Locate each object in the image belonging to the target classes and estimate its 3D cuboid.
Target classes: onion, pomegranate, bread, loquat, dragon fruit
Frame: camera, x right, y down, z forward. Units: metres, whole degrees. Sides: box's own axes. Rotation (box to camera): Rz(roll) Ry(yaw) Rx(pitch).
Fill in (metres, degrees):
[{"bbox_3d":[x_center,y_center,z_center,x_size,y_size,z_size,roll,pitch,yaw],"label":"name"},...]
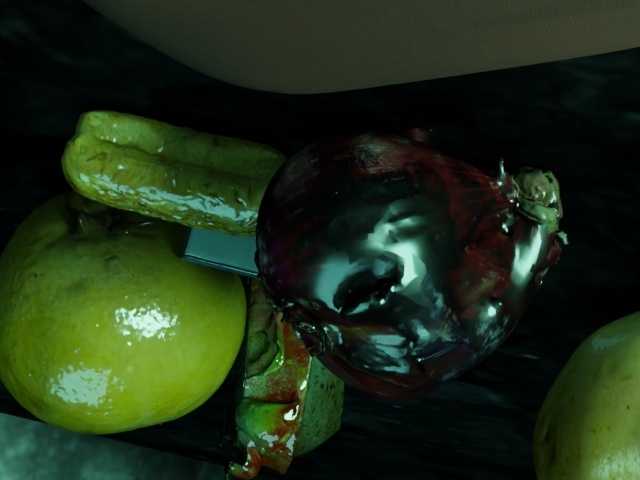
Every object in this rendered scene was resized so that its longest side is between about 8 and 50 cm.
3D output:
[{"bbox_3d":[0.056,0.009,1.325,0.281,0.221,0.281,-7,142,-6],"label":"onion"},{"bbox_3d":[0.417,0.238,1.609,0.411,0.411,0.411,10,163,3],"label":"pomegranate"},{"bbox_3d":[-0.135,-0.060,1.440,0.211,0.083,0.114,14,167,-3],"label":"bread"},{"bbox_3d":[-0.221,0.064,1.622,0.275,0.275,0.275,10,163,3],"label":"loquat"},{"bbox_3d":[-0.044,0.133,1.748,0.130,0.295,0.268,2,133,-6],"label":"dragon fruit"}]

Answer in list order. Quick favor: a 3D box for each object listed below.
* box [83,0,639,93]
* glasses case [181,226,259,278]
[{"bbox_3d":[0.034,-0.182,0.872,0.404,0.108,0.263,-3,158,38],"label":"box"},{"bbox_3d":[0.000,0.000,1.553,0.266,0.105,0.056,14,-171,-9],"label":"glasses case"}]
